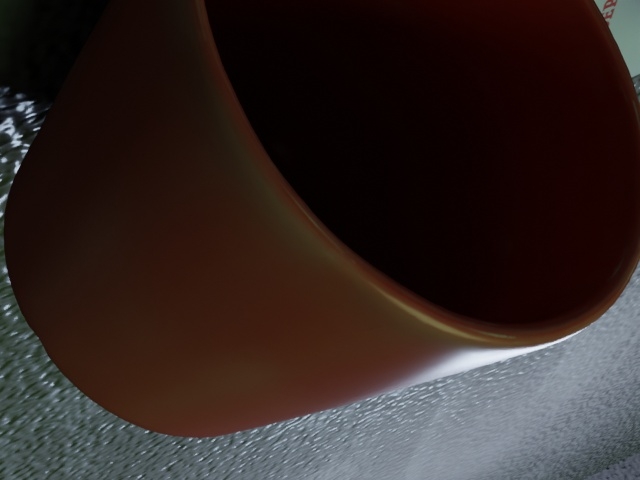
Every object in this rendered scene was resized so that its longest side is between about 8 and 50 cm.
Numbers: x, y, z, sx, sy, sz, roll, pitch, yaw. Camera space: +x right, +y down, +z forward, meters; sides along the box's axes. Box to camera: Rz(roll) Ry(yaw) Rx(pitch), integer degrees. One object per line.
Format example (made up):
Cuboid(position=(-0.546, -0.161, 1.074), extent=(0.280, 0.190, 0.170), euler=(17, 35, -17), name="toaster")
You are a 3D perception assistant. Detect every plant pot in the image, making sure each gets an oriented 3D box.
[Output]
Cuboid(position=(-0.017, -0.032, 0.773), extent=(0.275, 0.275, 0.243), euler=(-8, 161, -43), name="plant pot")

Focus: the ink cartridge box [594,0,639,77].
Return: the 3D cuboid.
Cuboid(position=(0.203, -0.180, 0.924), extent=(0.218, 0.092, 0.158), euler=(-26, 157, -15), name="ink cartridge box")
